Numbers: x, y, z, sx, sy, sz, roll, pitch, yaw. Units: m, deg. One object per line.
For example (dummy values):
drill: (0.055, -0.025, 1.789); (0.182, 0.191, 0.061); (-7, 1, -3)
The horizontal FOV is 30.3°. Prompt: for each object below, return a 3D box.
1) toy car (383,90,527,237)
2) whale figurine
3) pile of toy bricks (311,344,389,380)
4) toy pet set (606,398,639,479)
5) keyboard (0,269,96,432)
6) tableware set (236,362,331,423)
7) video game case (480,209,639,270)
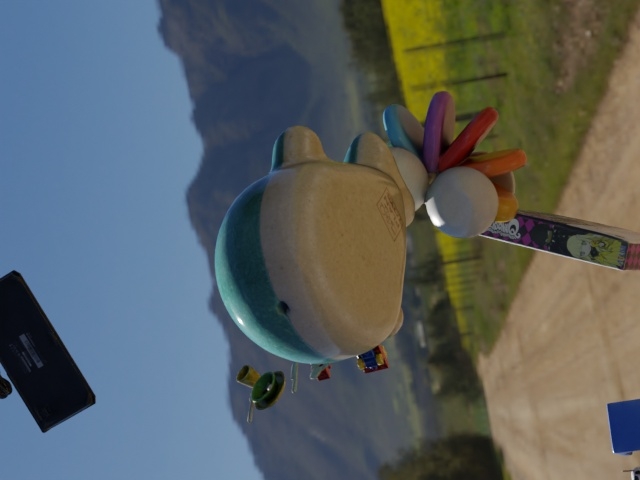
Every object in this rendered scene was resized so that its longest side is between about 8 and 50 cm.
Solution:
toy car: (0.132, -0.090, 1.269); (0.159, 0.182, 0.136); (-38, -37, -67)
whale figurine: (0.000, 0.000, 1.073); (0.216, 0.141, 0.272); (62, -150, -17)
pile of toy bricks: (0.011, 0.065, 1.455); (0.105, 0.118, 0.212); (-82, -26, -54)
toy pet set: (0.281, 0.191, 0.992); (0.122, 0.065, 0.114); (133, 135, -66)
keyboard: (-0.345, 0.134, 1.370); (0.180, 0.108, 0.023); (59, -169, -2)
tableware set: (-0.034, 0.121, 1.266); (0.024, 0.154, 0.104); (36, -147, -25)
video game case: (0.330, -0.003, 1.510); (0.232, 0.210, 0.041); (2, -79, -57)
